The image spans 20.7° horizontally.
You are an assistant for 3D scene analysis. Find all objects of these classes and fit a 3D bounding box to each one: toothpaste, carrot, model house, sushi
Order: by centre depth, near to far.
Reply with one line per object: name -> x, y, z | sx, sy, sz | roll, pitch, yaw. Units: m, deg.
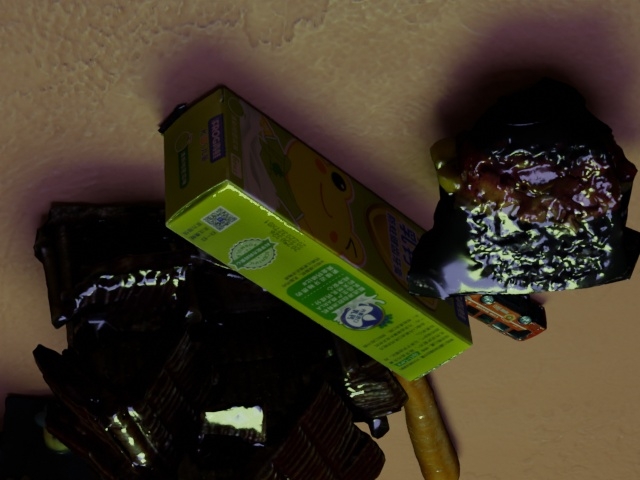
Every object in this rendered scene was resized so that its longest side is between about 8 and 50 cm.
sushi -> 0.174, -0.047, 1.445 | 0.172, 0.153, 0.150 | 7, 124, 20
toothpaste -> 0.000, 0.000, 1.506 | 0.077, 0.110, 0.327 | -34, 131, 27
model house -> -0.086, 0.148, 1.538 | 0.297, 0.282, 0.317 | -11, 140, 9
carrot -> 0.105, 0.181, 1.782 | 0.043, 0.043, 0.248 | -12, 137, 8

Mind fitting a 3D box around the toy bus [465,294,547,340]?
toy bus -> 0.164, 0.061, 1.652 | 0.110, 0.031, 0.043 | 29, 132, -30

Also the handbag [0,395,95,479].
handbag -> -0.180, 0.301, 1.695 | 0.329, 0.303, 0.122 | 8, 138, -12
